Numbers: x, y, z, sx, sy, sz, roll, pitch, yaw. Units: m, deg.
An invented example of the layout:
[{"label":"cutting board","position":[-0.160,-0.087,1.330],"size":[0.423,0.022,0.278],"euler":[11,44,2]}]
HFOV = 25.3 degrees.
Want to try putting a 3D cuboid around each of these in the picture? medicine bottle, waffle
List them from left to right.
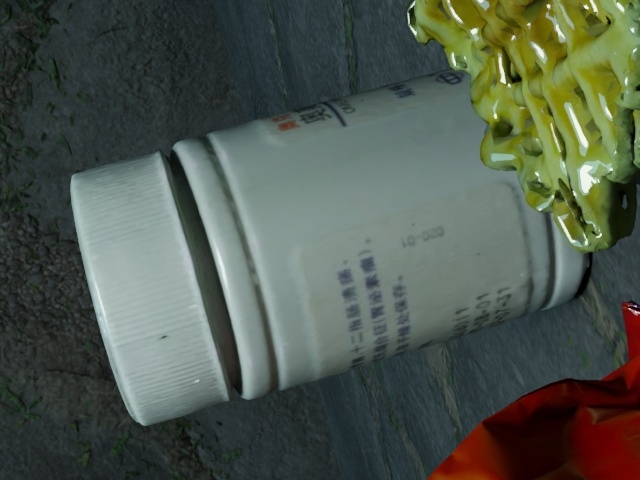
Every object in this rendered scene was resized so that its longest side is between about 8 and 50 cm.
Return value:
[{"label":"medicine bottle","position":[0.000,0.000,1.009],"size":[0.190,0.332,0.190],"euler":[164,90,-80]},{"label":"waffle","position":[0.090,-0.162,0.690],"size":[0.317,0.073,0.297],"euler":[-123,16,-49]}]

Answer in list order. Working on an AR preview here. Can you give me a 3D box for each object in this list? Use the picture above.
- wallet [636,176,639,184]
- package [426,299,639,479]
[{"label":"wallet","position":[0.181,-0.112,0.619],"size":[0.406,0.062,0.228],"euler":[-138,34,-74]},{"label":"package","position":[0.106,0.226,0.800],"size":[0.123,0.423,0.196],"euler":[16,132,41]}]
